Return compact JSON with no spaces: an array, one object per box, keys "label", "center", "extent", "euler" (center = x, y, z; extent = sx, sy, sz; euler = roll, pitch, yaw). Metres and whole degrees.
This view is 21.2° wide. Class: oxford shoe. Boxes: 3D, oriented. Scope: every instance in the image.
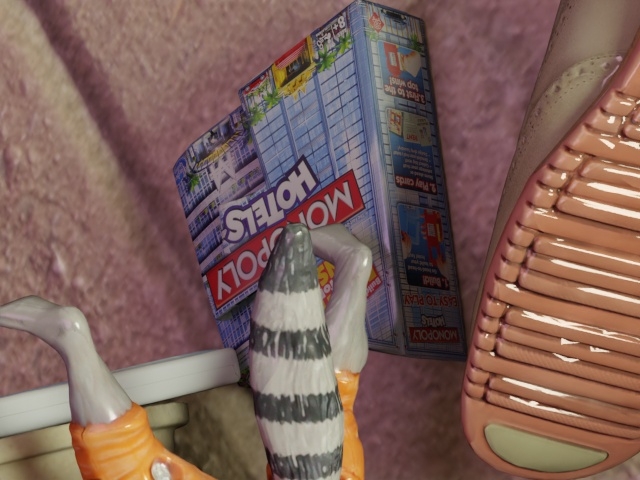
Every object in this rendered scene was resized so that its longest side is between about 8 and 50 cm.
[{"label":"oxford shoe","center":[0.166,-0.071,0.799],"extent":[0.146,0.140,0.397],"euler":[-110,41,-64]}]

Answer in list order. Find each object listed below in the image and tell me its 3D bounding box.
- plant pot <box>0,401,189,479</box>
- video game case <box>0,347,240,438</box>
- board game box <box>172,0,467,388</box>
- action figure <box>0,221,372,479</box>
[{"label":"plant pot","center":[-0.198,0.280,0.954],"extent":[0.334,0.334,0.305],"euler":[-21,81,39]},{"label":"video game case","center":[-0.182,0.103,0.982],"extent":[0.193,0.212,0.023],"euler":[-19,83,55]},{"label":"board game box","center":[0.000,0.000,0.959],"extent":[0.194,0.060,0.194],"euler":[-34,62,34]},{"label":"action figure","center":[-0.049,0.173,0.769],"extent":[0.178,0.341,0.330],"euler":[-17,87,41]}]
